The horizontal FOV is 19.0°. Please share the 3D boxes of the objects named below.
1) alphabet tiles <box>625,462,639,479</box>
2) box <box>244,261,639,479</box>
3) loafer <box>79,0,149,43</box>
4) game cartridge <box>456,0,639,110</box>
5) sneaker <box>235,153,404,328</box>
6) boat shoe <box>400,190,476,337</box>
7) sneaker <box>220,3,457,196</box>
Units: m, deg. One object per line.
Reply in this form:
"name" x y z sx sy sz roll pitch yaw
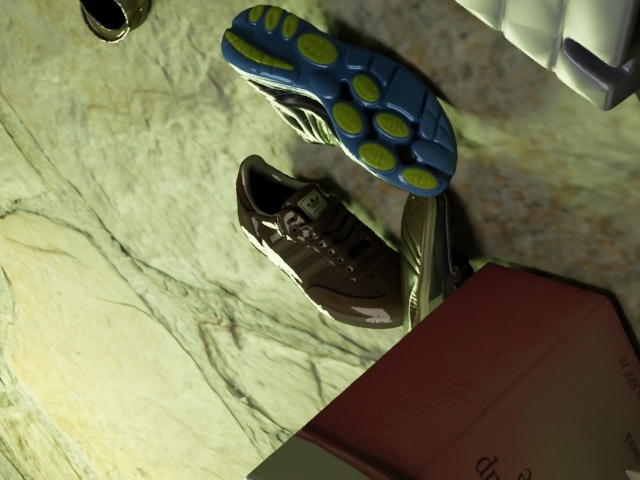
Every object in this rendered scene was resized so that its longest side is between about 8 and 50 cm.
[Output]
"alphabet tiles" 0.318 0.268 1.139 0.285 0.011 0.342 8 138 57
"box" 0.095 0.147 1.225 0.127 0.232 0.149 17 142 54
"loafer" -0.156 -0.180 1.410 0.056 0.050 0.148 49 158 0
"game cartridge" 0.083 -0.236 0.866 0.230 0.068 0.355 44 158 22
"sneaker" 0.000 0.000 1.389 0.188 0.066 0.071 30 150 38
"boat shoe" 0.082 0.026 1.303 0.056 0.049 0.152 -108 15 -52
"sneaker" 0.018 -0.089 1.234 0.188 0.067 0.078 35 175 28
